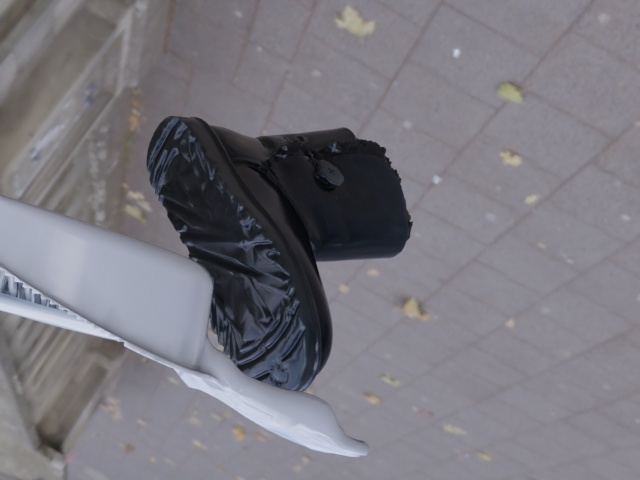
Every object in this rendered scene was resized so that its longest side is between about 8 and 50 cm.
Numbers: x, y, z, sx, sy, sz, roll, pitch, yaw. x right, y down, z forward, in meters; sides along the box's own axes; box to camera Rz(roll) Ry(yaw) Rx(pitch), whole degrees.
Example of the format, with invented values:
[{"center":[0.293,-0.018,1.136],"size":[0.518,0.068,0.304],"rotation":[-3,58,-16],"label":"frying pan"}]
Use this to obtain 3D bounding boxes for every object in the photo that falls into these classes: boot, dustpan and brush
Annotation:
[{"center":[0.000,0.000,0.782],"size":[0.094,0.207,0.246],"rotation":[-54,53,34],"label":"boot"},{"center":[-0.070,0.034,0.414],"size":[0.211,0.060,0.147],"rotation":[19,174,-12],"label":"dustpan and brush"}]
